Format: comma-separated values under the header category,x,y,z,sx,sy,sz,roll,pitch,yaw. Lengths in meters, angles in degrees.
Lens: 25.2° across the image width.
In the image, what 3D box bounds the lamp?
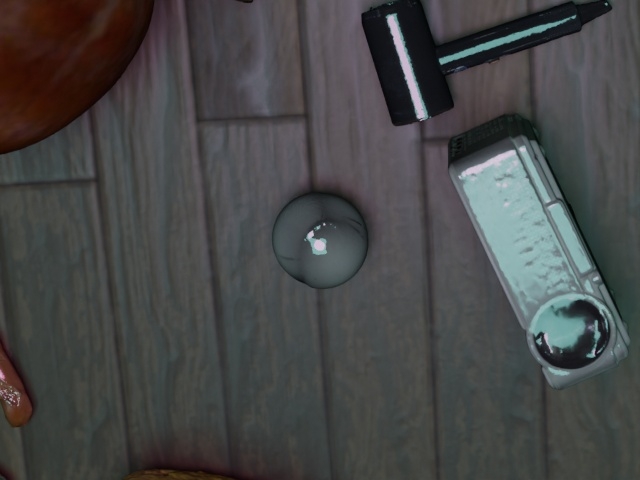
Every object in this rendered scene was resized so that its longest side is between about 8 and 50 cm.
category,x,y,z,sx,sy,sz,roll,pitch,yaw
lamp,0.000,0.000,1.536,0.105,0.105,0.105,1,103,6

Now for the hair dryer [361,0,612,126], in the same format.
category,x,y,z,sx,sy,sz,roll,pitch,yaw
hair dryer,0.175,-0.221,1.496,0.255,0.070,0.128,-20,100,3

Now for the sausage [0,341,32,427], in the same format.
category,x,y,z,sx,sy,sz,roll,pitch,yaw
sausage,-0.374,0.145,1.644,0.036,0.042,0.158,-31,103,-27

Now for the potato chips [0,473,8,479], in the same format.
category,x,y,z,sx,sy,sz,roll,pitch,yaw
potato chips,-0.464,0.255,1.683,0.207,0.028,0.092,35,105,-1

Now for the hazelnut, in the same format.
category,x,y,z,sx,sy,sz,roll,pitch,yaw
hazelnut,-0.352,-0.249,1.394,0.366,0.366,0.365,1,103,6

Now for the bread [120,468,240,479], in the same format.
category,x,y,z,sx,sy,sz,roll,pitch,yaw
bread,-0.128,0.357,1.553,0.270,0.270,0.148,13,105,3

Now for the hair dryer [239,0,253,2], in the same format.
category,x,y,z,sx,sy,sz,roll,pitch,yaw
hair dryer,-0.180,-0.356,1.488,0.279,0.090,0.135,21,105,7

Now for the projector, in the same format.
category,x,y,z,sx,sy,sz,roll,pitch,yaw
projector,0.225,0.004,1.468,0.099,0.192,0.256,-24,99,11
